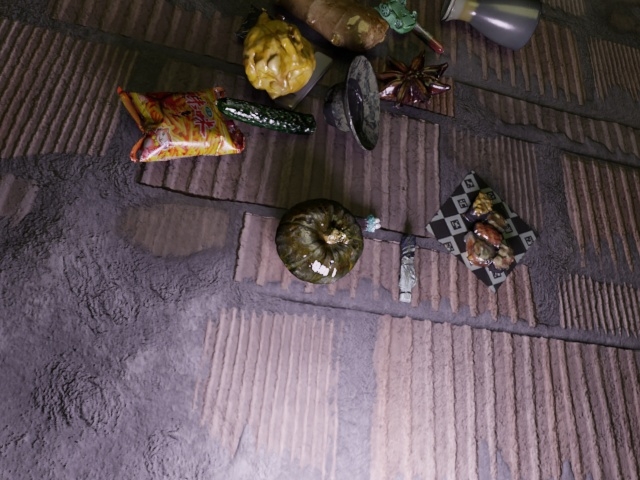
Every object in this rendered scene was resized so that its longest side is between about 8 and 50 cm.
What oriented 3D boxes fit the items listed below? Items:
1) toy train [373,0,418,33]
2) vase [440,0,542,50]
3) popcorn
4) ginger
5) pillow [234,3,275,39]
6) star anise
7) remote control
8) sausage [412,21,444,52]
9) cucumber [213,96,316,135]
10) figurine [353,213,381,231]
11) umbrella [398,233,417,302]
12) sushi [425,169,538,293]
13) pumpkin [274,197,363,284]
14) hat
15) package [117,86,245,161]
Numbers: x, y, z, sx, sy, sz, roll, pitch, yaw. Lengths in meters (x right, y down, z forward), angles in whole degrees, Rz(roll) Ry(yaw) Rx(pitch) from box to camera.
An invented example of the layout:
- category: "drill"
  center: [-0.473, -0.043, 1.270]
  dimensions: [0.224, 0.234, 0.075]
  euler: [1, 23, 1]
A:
- category: "toy train"
  center: [0.262, -0.784, 1.415]
  dimensions: [0.099, 0.081, 0.149]
  euler: [-35, 88, -24]
- category: "vase"
  center: [0.609, -0.820, 1.480]
  dimensions: [0.320, 0.173, 0.174]
  euler: [13, 67, -3]
- category: "popcorn"
  center: [-0.109, -0.506, 1.126]
  dimensions: [0.189, 0.191, 0.254]
  euler: [8, 58, 2]
- category: "ginger"
  center: [0.042, -0.745, 1.295]
  dimensions: [0.375, 0.166, 0.236]
  euler: [43, 74, -3]
- category: "pillow"
  center: [-0.197, -0.660, 1.258]
  dimensions: [0.090, 0.048, 0.150]
  euler: [19, 64, -5]
- category: "star anise"
  center: [0.290, -0.501, 1.313]
  dimensions: [0.271, 0.103, 0.272]
  euler: [-6, 59, 10]
- category: "remote control"
  center: [-0.049, -0.489, 1.246]
  dimensions: [0.067, 0.029, 0.261]
  euler: [30, 64, 6]
- category: "sausage"
  center: [0.359, -0.743, 1.448]
  dimensions: [0.223, 0.029, 0.029]
  euler: [44, 66, 4]
- category: "cucumber"
  center: [-0.150, -0.338, 1.109]
  dimensions: [0.293, 0.067, 0.068]
  euler: [3, 69, -29]
- category: "figurine"
  center: [0.116, -0.042, 1.115]
  dimensions: [0.105, 0.047, 0.060]
  euler: [-4, 107, -24]
- category: "umbrella"
  center: [0.239, 0.073, 1.101]
  dimensions: [0.050, 0.046, 0.189]
  euler: [5, 68, 8]
- category: "sushi"
  center: [0.502, -0.043, 1.210]
  dimensions: [0.294, 0.059, 0.292]
  euler: [44, 65, 5]
- category: "pumpkin"
  center: [0.000, 0.000, 1.006]
  dimensions: [0.223, 0.157, 0.224]
  euler: [6, 74, -23]
- category: "hat"
  center: [0.078, -0.387, 1.175]
  dimensions: [0.128, 0.265, 0.266]
  euler: [2, 65, 24]
- category: "package"
  center: [-0.358, -0.304, 1.051]
  dimensions: [0.287, 0.108, 0.224]
  euler: [-11, 71, -31]
